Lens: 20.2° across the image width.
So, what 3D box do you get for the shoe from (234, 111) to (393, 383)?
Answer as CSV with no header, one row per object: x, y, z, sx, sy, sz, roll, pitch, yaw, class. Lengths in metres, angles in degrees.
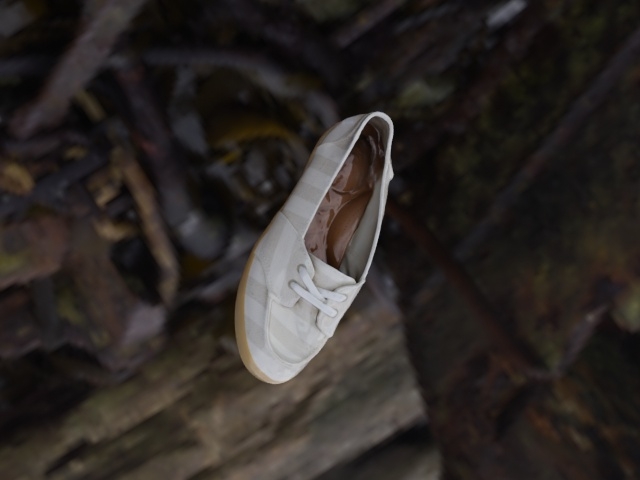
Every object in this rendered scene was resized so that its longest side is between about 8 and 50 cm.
0.000,0.000,1.298,0.058,0.076,0.219,-21,-136,60,shoe
